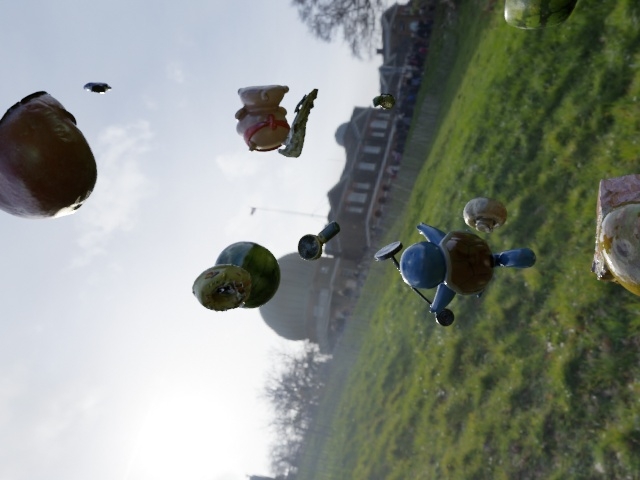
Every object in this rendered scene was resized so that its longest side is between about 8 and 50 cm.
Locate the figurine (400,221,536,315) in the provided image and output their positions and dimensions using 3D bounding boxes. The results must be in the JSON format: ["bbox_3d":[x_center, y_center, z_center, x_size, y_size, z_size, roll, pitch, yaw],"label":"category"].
[{"bbox_3d":[0.440,0.082,1.760,0.243,0.417,0.297,174,93,-82],"label":"figurine"}]

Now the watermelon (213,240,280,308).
[{"bbox_3d":[-0.258,0.122,1.965,0.242,0.242,0.242,9,-90,-75],"label":"watermelon"}]

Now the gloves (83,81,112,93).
[{"bbox_3d":[-0.552,-0.379,1.390,0.086,0.064,0.026,-123,37,-71],"label":"gloves"}]

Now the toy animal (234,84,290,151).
[{"bbox_3d":[-0.168,-0.365,1.691,0.171,0.171,0.197,-35,-56,-70],"label":"toy animal"}]

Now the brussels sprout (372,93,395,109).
[{"bbox_3d":[0.189,-0.425,1.713,0.083,0.051,0.046,-6,-51,-43],"label":"brussels sprout"}]

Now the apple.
[{"bbox_3d":[0.808,0.011,1.336,0.264,0.264,0.264,9,-90,-75],"label":"apple"}]

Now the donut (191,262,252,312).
[{"bbox_3d":[-0.274,0.138,1.582,0.174,0.175,0.068,84,170,-45],"label":"donut"}]

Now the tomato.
[{"bbox_3d":[-0.464,-0.121,0.958,0.214,0.155,0.180,-46,6,49],"label":"tomato"}]

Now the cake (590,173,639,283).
[{"bbox_3d":[1.012,-0.024,1.745,0.293,0.314,0.306,48,-137,-62],"label":"cake"}]

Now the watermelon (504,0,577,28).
[{"bbox_3d":[0.492,-0.542,1.193,0.159,0.128,0.303,-50,-22,-11],"label":"watermelon"}]

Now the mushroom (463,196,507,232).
[{"bbox_3d":[0.642,-0.098,2.201,0.166,0.166,0.127,77,-155,-55],"label":"mushroom"}]

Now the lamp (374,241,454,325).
[{"bbox_3d":[0.344,0.163,2.037,0.130,0.371,0.108,-33,-12,-6],"label":"lamp"}]

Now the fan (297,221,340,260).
[{"bbox_3d":[0.000,0.000,1.686,0.039,0.155,0.082,5,-129,-59],"label":"fan"}]

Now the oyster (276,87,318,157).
[{"bbox_3d":[-0.046,-0.304,1.469,0.106,0.061,0.199,-68,0,-87],"label":"oyster"}]
